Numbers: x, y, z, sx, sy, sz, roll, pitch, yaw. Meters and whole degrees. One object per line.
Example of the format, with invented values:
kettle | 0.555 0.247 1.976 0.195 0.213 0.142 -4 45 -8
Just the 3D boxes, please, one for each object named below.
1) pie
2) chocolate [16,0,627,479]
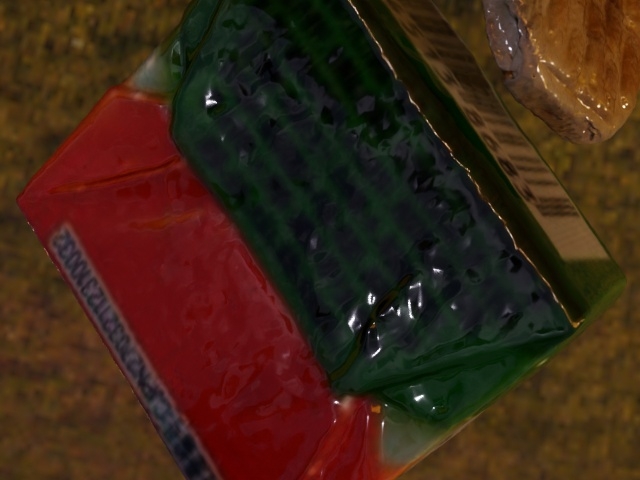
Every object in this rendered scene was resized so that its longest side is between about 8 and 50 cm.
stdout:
pie | 0.172 -0.163 1.335 0.046 0.195 0.195 -5 151 34
chocolate | 0.000 0.000 1.390 0.341 0.360 0.161 -42 163 31
